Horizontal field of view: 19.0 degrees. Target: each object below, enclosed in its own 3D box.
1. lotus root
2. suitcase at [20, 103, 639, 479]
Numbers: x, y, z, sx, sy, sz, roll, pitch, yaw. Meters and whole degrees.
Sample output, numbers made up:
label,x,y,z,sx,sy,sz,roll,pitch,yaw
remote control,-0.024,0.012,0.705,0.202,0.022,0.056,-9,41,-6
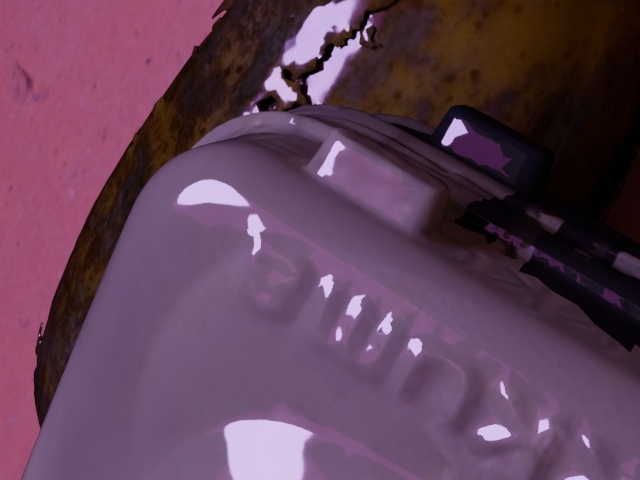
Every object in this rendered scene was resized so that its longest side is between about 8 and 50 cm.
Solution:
label,x,y,z,sx,sy,sz,roll,pitch,yaw
lotus root,0.000,0.000,0.850,0.397,0.196,0.179,-59,33,20
suitcase,0.049,0.159,0.656,0.351,0.194,0.339,32,111,18
